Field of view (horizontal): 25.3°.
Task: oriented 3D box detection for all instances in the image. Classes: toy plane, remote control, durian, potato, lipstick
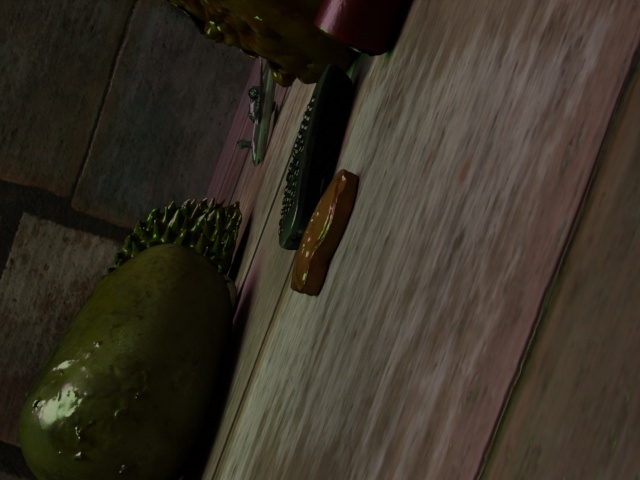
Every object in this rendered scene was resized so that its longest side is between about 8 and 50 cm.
[{"bbox_3d":[-0.094,-0.234,2.404,0.226,0.058,0.226,75,-148,-75],"label":"toy plane"},{"bbox_3d":[-0.007,-0.089,1.485,0.072,0.042,0.222,121,165,-57],"label":"remote control"},{"bbox_3d":[-0.242,0.095,2.167,0.198,0.163,0.394,77,-144,-82],"label":"durian"},{"bbox_3d":[-0.232,0.174,1.786,0.270,0.219,0.359,-48,15,46],"label":"potato"},{"bbox_3d":[0.069,-0.296,1.335,0.080,0.080,0.241,-95,25,-72],"label":"lipstick"}]

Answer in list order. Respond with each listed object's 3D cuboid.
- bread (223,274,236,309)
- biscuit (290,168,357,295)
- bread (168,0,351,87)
[{"bbox_3d":[-0.172,0.173,1.995,0.182,0.039,0.251,134,155,-73],"label":"bread"},{"bbox_3d":[-0.001,-0.001,1.295,0.140,0.023,0.118,119,168,-49],"label":"biscuit"},{"bbox_3d":[-0.086,-0.343,1.631,0.204,0.358,0.337,-51,31,-4],"label":"bread"}]
